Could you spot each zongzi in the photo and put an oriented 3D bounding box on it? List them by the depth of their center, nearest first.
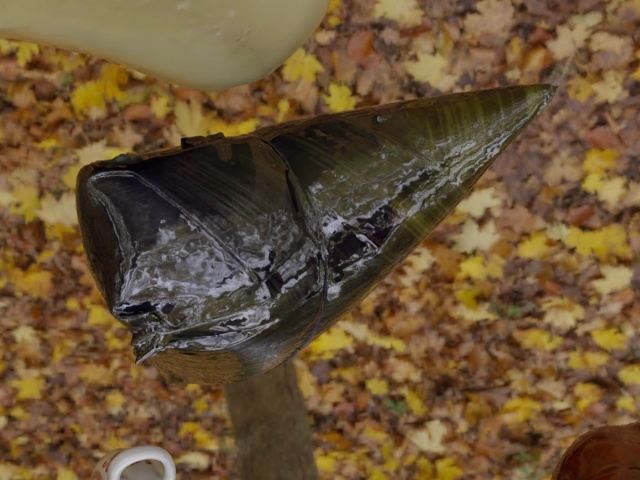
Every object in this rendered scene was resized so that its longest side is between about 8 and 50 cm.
[{"bbox_3d":[0.000,0.000,0.944,0.432,0.207,0.403,-22,164,-11],"label":"zongzi"}]

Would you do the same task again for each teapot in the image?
[{"bbox_3d":[-0.187,0.280,0.929,0.116,0.159,0.245,4,125,-14],"label":"teapot"}]

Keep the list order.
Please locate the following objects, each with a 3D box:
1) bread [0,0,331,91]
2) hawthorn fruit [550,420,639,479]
[{"bbox_3d":[-0.191,-0.252,0.623,0.376,0.348,0.252,3,109,-44],"label":"bread"},{"bbox_3d":[0.229,0.227,0.639,0.163,0.162,0.203,-4,122,-2],"label":"hawthorn fruit"}]
